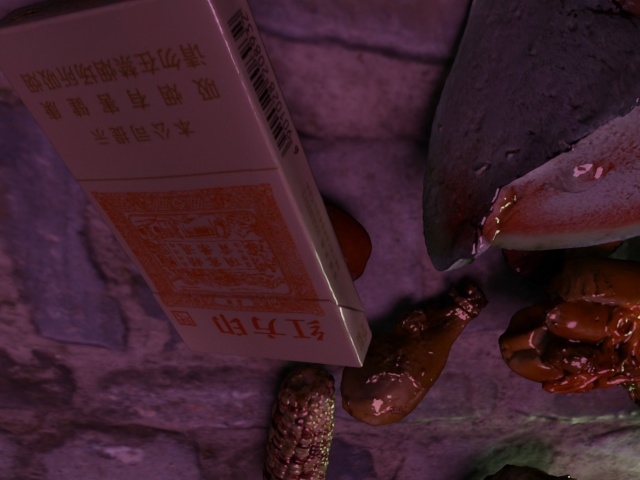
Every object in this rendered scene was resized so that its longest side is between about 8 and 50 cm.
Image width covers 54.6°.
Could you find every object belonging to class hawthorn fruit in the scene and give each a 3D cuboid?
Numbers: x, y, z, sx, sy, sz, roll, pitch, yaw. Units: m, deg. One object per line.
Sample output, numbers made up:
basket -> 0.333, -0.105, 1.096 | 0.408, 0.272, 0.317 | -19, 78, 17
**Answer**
hawthorn fruit -> 0.000, 0.000, 0.602 | 0.081, 0.081, 0.093 | -39, 119, 18

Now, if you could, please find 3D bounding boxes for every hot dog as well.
hot dog -> 0.354, 0.104, 0.683 | 0.349, 0.117, 0.158 | 8, 130, -34

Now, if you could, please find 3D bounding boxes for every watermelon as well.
watermelon -> 0.236, -0.084, 0.475 | 0.289, 0.214, 0.320 | 24, 96, -6

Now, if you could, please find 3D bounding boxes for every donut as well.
donut -> 0.246, -0.018, 0.646 | 0.140, 0.059, 0.140 | -6, 128, -7

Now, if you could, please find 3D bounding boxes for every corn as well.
corn -> -0.028, 0.257, 0.784 | 0.086, 0.086, 0.253 | 0, 126, -11

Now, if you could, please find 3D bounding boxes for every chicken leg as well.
chicken leg -> 0.103, 0.120, 0.713 | 0.207, 0.101, 0.085 | -45, 128, -2

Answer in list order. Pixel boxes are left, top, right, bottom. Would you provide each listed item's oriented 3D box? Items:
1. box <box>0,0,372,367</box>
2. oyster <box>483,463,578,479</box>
box -> -0.097, -0.028, 0.526 | 0.204, 0.051, 0.365 | -1, 133, 26
oyster -> 0.295, 0.465, 0.974 | 0.198, 0.133, 0.337 | -9, 130, -7
